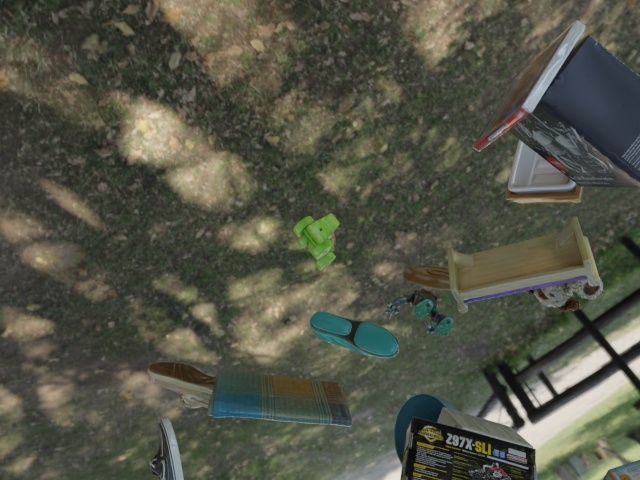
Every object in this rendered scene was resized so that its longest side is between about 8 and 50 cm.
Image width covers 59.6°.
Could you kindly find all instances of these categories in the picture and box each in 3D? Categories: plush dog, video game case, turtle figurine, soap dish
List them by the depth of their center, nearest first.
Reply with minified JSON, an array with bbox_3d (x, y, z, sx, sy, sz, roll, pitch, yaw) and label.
[{"bbox_3d":[0.420,-0.306,1.161,0.204,0.025,0.285,-56,179,-6],"label":"video game case"},{"bbox_3d":[0.273,0.190,1.542,0.175,0.234,0.118,22,88,-9],"label":"turtle figurine"},{"bbox_3d":[0.727,-0.246,1.755,0.228,0.291,0.118,2,154,42],"label":"soap dish"},{"bbox_3d":[0.854,0.141,2.014,0.210,0.262,0.226,-43,157,-52],"label":"plush dog"}]

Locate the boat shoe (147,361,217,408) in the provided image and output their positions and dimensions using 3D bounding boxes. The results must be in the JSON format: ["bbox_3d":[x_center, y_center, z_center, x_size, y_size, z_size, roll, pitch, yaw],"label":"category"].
[{"bbox_3d":[-0.396,0.485,1.782,0.340,0.121,0.110,24,97,-21],"label":"boat shoe"}]

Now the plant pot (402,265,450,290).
[{"bbox_3d":[0.390,0.120,1.852,0.236,0.236,0.033,1,102,-31],"label":"plant pot"}]

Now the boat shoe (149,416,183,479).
[{"bbox_3d":[-0.367,0.534,1.324,0.070,0.220,0.078,-9,164,-20],"label":"boat shoe"}]

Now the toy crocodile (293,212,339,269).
[{"bbox_3d":[0.000,0.000,1.649,0.105,0.115,0.340,-38,166,-8],"label":"toy crocodile"}]

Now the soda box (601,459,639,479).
[{"bbox_3d":[0.902,0.676,1.597,0.183,0.063,0.058,-5,124,-20],"label":"soda box"}]

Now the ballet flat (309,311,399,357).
[{"bbox_3d":[0.091,0.247,1.437,0.083,0.247,0.087,-63,157,-25],"label":"ballet flat"}]

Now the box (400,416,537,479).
[{"bbox_3d":[0.358,0.597,1.357,0.321,0.257,0.079,13,132,7],"label":"box"}]

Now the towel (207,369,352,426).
[{"bbox_3d":[-0.112,0.433,1.529,0.369,0.271,0.040,8,96,-5],"label":"towel"}]

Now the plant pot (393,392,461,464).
[{"bbox_3d":[0.436,0.712,2.027,0.195,0.290,0.290,18,124,-35],"label":"plant pot"}]

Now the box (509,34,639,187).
[{"bbox_3d":[0.630,-0.287,1.337,0.179,0.312,0.343,-52,-177,5],"label":"box"}]

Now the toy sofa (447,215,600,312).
[{"bbox_3d":[0.535,0.085,1.492,0.362,0.150,0.177,-16,135,24],"label":"toy sofa"}]

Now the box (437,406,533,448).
[{"bbox_3d":[0.457,0.590,1.603,0.232,0.148,0.127,19,92,-10],"label":"box"}]
